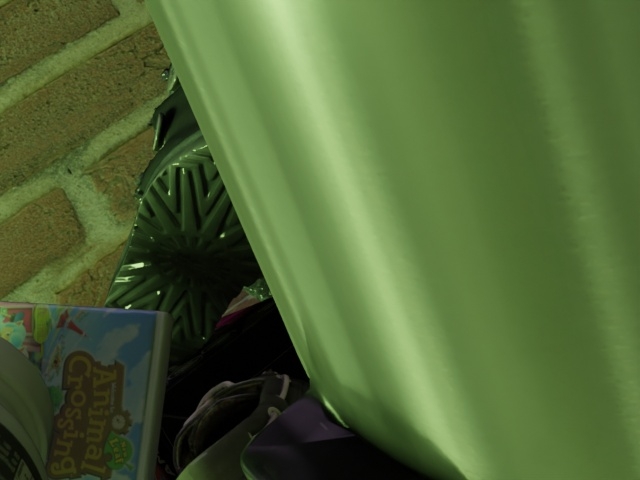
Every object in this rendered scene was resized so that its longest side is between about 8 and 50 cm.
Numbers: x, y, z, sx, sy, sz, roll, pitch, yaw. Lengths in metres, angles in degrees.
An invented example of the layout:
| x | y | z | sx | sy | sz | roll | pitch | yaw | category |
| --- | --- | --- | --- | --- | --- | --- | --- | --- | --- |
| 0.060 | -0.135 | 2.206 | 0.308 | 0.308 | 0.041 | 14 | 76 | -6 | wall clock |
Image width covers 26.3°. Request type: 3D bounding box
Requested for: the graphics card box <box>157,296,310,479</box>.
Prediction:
| x | y | z | sx | sy | sz | roll | pitch | yaw | category |
| --- | --- | --- | --- | --- | --- | --- | --- | --- | --- |
| -0.154 | 0.173 | 1.479 | 0.233 | 0.094 | 0.371 | -36 | 7 | -31 | graphics card box |

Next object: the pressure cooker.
| x | y | z | sx | sy | sz | roll | pitch | yaw | category |
| --- | --- | --- | --- | --- | --- | --- | --- | --- | --- |
| 0.139 | -0.079 | 0.506 | 0.370 | 0.420 | 0.375 | -11 | 34 | 14 | pressure cooker |

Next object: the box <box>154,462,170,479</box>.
| x | y | z | sx | sy | sz | roll | pitch | yaw | category |
| --- | --- | --- | --- | --- | --- | --- | --- | --- | --- |
| -0.298 | 0.265 | 1.227 | 0.300 | 0.142 | 0.154 | -33 | 5 | 5 | box |

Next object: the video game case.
| x | y | z | sx | sy | sz | roll | pitch | yaw | category |
| --- | --- | --- | --- | --- | --- | --- | --- | --- | --- |
| -0.225 | 0.157 | 1.121 | 0.193 | 0.212 | 0.023 | 3 | -12 | 15 | video game case |

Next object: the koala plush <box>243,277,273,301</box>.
| x | y | z | sx | sy | sz | roll | pitch | yaw | category |
| --- | --- | --- | --- | --- | --- | --- | --- | --- | --- |
| 0.000 | 0.000 | 1.574 | 0.203 | 0.196 | 0.221 | 10 | -2 | 22 | koala plush |

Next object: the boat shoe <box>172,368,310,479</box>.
| x | y | z | sx | sy | sz | roll | pitch | yaw | category |
| --- | --- | --- | --- | --- | --- | --- | --- | --- | --- |
| -0.049 | 0.131 | 0.886 | 0.112 | 0.095 | 0.335 | -49 | 9 | -1 | boat shoe |

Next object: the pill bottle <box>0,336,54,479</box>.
| x | y | z | sx | sy | sz | roll | pitch | yaw | category |
| --- | --- | --- | --- | --- | --- | --- | --- | --- | --- |
| -0.297 | 0.213 | 0.913 | 0.210 | 0.210 | 0.363 | -31 | 21 | 17 | pill bottle |

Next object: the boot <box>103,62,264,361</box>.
| x | y | z | sx | sy | sz | roll | pitch | yaw | category |
| --- | --- | --- | --- | --- | --- | --- | --- | --- | --- |
| -0.078 | -0.149 | 1.376 | 0.367 | 0.146 | 0.445 | -44 | 24 | 45 | boot |
